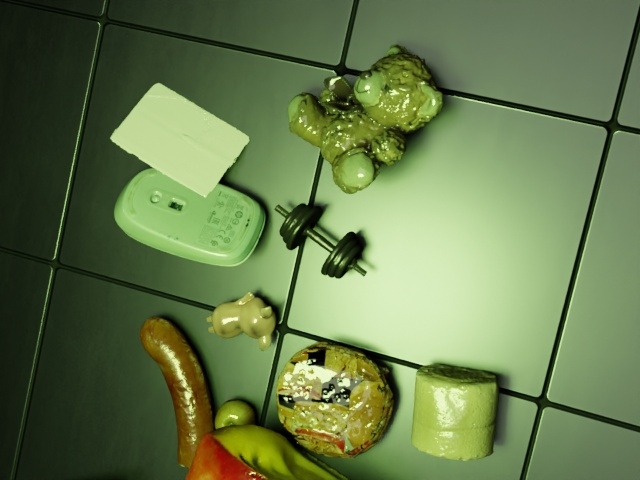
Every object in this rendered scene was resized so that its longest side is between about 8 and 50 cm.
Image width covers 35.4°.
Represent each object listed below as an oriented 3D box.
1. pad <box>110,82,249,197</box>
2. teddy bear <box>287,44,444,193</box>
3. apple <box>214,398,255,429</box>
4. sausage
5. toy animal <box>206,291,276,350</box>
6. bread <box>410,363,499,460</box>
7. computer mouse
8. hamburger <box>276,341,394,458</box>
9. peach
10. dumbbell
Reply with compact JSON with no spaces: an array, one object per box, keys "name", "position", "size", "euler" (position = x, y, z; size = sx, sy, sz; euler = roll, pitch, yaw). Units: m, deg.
[{"name":"pad","position":[-0.268,-0.194,1.913],"size":[0.232,0.004,0.156],"euler":[32,71,12]},{"name":"teddy bear","position":[0.098,-0.222,1.772],"size":[0.256,0.156,0.267],"euler":[-48,50,17]},{"name":"apple","position":[-0.164,0.345,1.912],"size":[0.084,0.071,0.084],"euler":[1,93,16]},{"name":"sausage","position":[-0.267,0.288,1.936],"size":[0.102,0.076,0.302],"euler":[-17,88,15]},{"name":"toy animal","position":[-0.146,0.154,1.894],"size":[0.150,0.083,0.089],"euler":[-4,49,25]},{"name":"bread","position":[0.237,0.301,1.766],"size":[0.148,0.134,0.141],"euler":[5,94,5]},{"name":"computer mouse","position":[-0.250,-0.041,1.902],"size":[0.288,0.097,0.160],"euler":[19,64,6]},{"name":"hamburger","position":[0.021,0.297,1.844],"size":[0.230,0.107,0.231],"euler":[0,90,9]},{"name":"peach","position":[-0.071,0.493,1.782],"size":[0.380,0.306,0.242],"euler":[35,94,7]},{"name":"dumbbell","position":[0.000,0.000,1.836],"size":[0.208,0.099,0.099],"euler":[37,101,10]}]
